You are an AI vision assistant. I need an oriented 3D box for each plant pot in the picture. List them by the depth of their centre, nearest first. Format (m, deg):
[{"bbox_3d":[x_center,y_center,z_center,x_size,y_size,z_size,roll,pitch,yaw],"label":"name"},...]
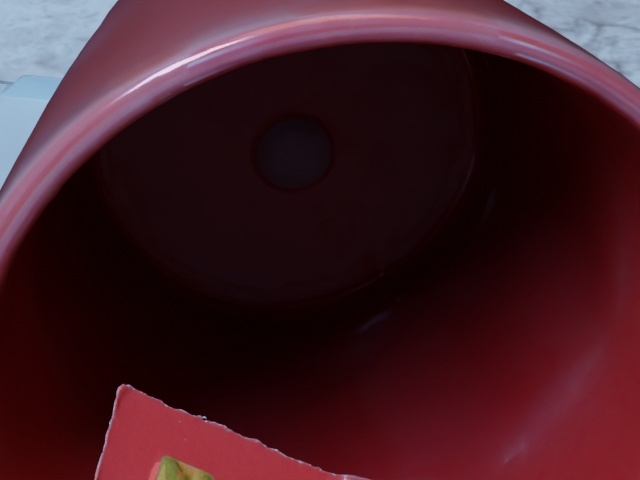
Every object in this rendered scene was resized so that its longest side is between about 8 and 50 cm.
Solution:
[{"bbox_3d":[0.000,0.000,0.646,0.275,0.275,0.243,-4,26,-7],"label":"plant pot"}]

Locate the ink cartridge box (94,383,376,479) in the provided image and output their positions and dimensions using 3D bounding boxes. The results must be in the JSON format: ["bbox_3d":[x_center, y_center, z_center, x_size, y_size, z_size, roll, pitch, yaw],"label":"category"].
[{"bbox_3d":[0.032,0.151,0.451,0.225,0.056,0.181,27,55,-23],"label":"ink cartridge box"}]

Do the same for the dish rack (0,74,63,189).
[{"bbox_3d":[-0.239,0.004,0.774,0.286,0.072,0.333,6,35,8],"label":"dish rack"}]
